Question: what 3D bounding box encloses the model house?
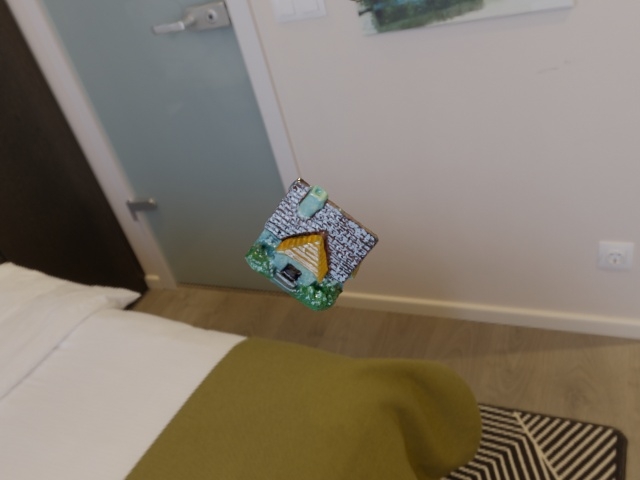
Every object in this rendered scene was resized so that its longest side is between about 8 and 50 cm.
[{"bbox_3d":[0.000,0.000,1.418,0.249,0.280,0.230,-42,17,54],"label":"model house"}]
